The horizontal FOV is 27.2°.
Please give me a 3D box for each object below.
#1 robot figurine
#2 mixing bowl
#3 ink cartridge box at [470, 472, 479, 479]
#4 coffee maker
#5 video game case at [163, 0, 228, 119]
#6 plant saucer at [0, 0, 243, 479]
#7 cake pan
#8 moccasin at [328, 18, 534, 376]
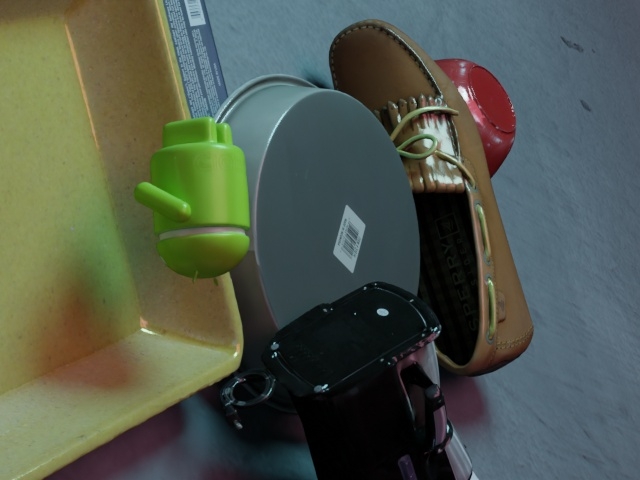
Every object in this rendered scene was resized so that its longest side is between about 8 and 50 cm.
[{"bbox_3d":[-0.083,-0.026,0.922,0.101,0.067,0.115,14,70,-70],"label":"robot figurine"},{"bbox_3d":[0.158,-0.140,1.513,0.181,0.098,0.181,34,40,-34],"label":"mixing bowl"},{"bbox_3d":[0.112,0.303,1.133,0.181,0.056,0.224,52,31,-12],"label":"ink cartridge box"},{"bbox_3d":[0.024,0.145,1.037,0.120,0.171,0.178,-104,178,-56],"label":"coffee maker"},{"bbox_3d":[-0.161,-0.117,1.063,0.274,0.026,0.196,-25,103,-57],"label":"video game case"},{"bbox_3d":[-0.201,-0.025,0.871,0.333,0.081,0.332,-24,102,-58],"label":"plant saucer"},{"bbox_3d":[0.000,0.000,1.127,0.293,0.054,0.293,12,75,-55],"label":"cake pan"},{"bbox_3d":[0.093,-0.045,1.325,0.147,0.139,0.380,2,72,-64],"label":"moccasin"}]
